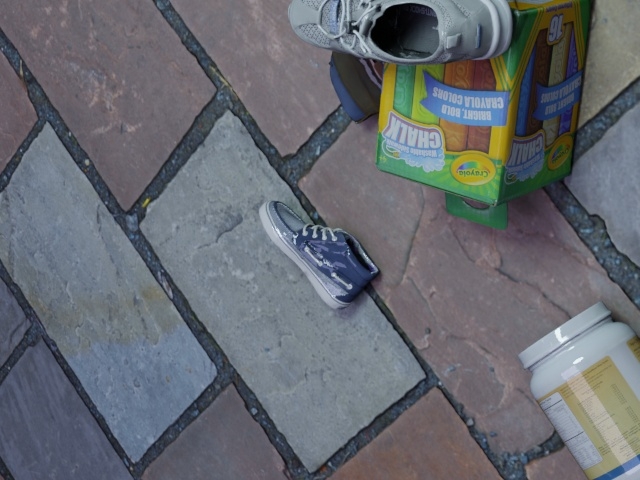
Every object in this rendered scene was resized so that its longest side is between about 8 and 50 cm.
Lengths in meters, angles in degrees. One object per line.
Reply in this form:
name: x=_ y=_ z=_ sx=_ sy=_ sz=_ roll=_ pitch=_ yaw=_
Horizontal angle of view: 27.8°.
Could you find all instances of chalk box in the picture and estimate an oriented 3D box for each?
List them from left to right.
chalk box: x=0.188 y=-0.153 z=1.528 sx=0.180 sy=0.179 sz=0.289 roll=18 pitch=114 yaw=35

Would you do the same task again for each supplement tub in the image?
supplement tub: x=0.339 y=0.187 z=1.532 sx=0.144 sy=0.144 sz=0.200 roll=-42 pitch=76 yaw=40

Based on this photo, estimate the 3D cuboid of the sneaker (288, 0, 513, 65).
sneaker: x=0.064 y=-0.246 z=1.406 sx=0.281 sy=0.115 sz=0.105 roll=10 pitch=110 yaw=39

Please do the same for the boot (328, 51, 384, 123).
boot: x=0.033 y=-0.258 z=1.689 sx=0.106 sy=0.082 sz=0.219 roll=-35 pitch=83 yaw=39

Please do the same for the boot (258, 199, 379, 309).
boot: x=0.000 y=0.000 z=1.816 sx=0.190 sy=0.069 sz=0.086 roll=49 pitch=122 yaw=7
